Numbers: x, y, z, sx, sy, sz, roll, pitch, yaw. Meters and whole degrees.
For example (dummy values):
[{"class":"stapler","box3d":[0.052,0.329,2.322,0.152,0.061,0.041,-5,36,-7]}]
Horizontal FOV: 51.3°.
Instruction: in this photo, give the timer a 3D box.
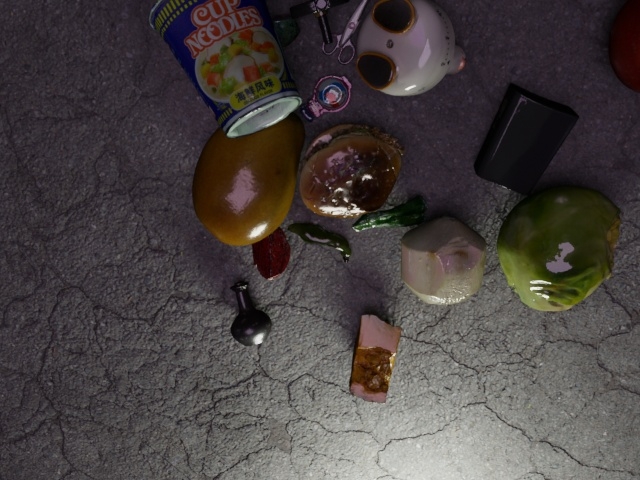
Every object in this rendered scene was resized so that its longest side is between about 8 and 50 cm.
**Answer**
[{"class":"timer","box3d":[0.210,-0.454,1.568,0.234,0.240,0.233,8,104,34]}]

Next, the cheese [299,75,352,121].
[{"class":"cheese","box3d":[0.014,-0.359,1.687,0.145,0.038,0.095,-37,104,17]}]

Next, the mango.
[{"class":"mango","box3d":[-0.180,-0.171,1.695,0.264,0.221,0.378,28,102,-1]}]

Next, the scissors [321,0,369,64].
[{"class":"scissors","box3d":[0.074,-0.518,1.623,0.085,0.022,0.176,30,115,-5]}]

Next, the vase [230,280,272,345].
[{"class":"vase","box3d":[-0.209,0.206,1.911,0.120,0.120,0.182,-13,95,11]}]

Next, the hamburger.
[{"class":"hamburger","box3d":[0.081,-0.171,1.691,0.286,0.146,0.243,-29,126,4]}]

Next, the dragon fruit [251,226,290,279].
[{"class":"dragon fruit","box3d":[-0.137,0.027,1.845,0.106,0.083,0.162,-8,87,53]}]

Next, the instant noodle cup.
[{"class":"instant noodle cup","box3d":[-0.195,-0.411,1.510,0.284,0.284,0.312,-27,87,16]}]

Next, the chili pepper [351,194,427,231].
[{"class":"chili pepper","box3d":[0.171,-0.055,1.716,0.227,0.059,0.088,-15,128,-31]}]

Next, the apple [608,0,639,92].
[{"class":"apple","box3d":[0.772,-0.445,1.474,0.261,0.216,0.260,2,113,4]}]

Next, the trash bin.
[{"class":"trash bin","box3d":[0.497,-0.246,1.647,0.165,0.115,0.225,21,117,-4]}]

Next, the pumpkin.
[{"class":"pumpkin","box3d":[0.155,0.333,1.921,0.131,0.126,0.247,15,94,8]}]

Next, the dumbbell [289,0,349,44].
[{"class":"dumbbell","box3d":[-0.022,-0.614,1.529,0.143,0.143,0.325,-13,110,11]}]

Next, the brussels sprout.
[{"class":"brussels sprout","box3d":[0.598,0.026,1.659,0.344,0.268,0.344,-1,122,-1]}]

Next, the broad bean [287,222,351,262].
[{"class":"broad bean","box3d":[0.006,-0.005,1.830,0.195,0.046,0.061,30,110,-8]}]

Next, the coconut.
[{"class":"coconut","box3d":[0.317,0.043,1.726,0.241,0.241,0.241,2,112,5]}]

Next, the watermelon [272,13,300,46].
[{"class":"watermelon","box3d":[-0.102,-0.514,1.620,0.072,0.092,0.084,43,106,30]}]
